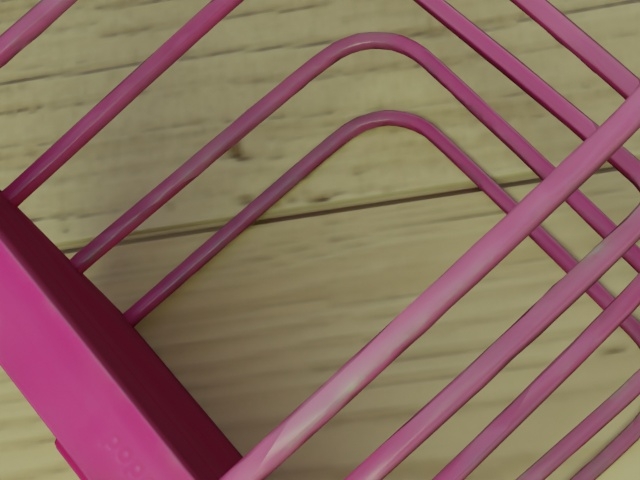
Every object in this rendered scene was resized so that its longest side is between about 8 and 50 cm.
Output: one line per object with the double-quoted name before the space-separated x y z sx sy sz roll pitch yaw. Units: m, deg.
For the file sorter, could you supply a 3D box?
"file sorter" 0.000 0.000 0.496 0.182 0.291 0.202 -41 66 -6
